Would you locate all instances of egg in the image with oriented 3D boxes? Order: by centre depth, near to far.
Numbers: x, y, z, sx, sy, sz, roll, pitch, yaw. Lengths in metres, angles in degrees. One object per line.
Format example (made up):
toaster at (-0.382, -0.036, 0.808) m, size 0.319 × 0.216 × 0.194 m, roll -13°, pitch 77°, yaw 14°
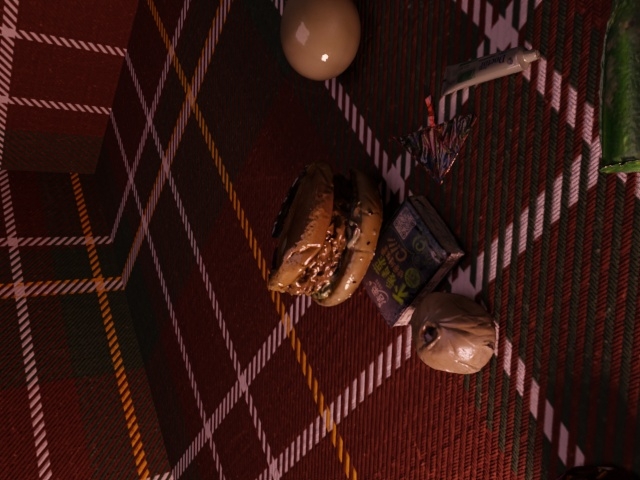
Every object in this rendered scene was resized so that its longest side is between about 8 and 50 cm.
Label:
egg at (0.000, -0.501, 1.300) m, size 0.189 × 0.189 × 0.253 m, roll -15°, pitch 73°, yaw 53°

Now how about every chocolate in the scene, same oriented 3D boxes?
chocolate at (0.446, -0.243, 0.778) m, size 0.110 × 0.110 × 0.290 m, roll -3°, pitch 86°, yaw 54°

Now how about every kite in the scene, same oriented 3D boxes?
kite at (0.230, -0.206, 1.146) m, size 0.232 × 0.009 × 0.189 m, roll -11°, pitch 83°, yaw 54°

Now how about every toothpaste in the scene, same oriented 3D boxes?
toothpaste at (0.303, -0.315, 1.019) m, size 0.218 × 0.041 × 0.064 m, roll 3°, pitch 81°, yaw 57°

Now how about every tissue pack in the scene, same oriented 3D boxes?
tissue pack at (0.181, 0.046, 1.167) m, size 0.235 × 0.073 × 0.173 m, roll -61°, pitch 44°, yaw 35°

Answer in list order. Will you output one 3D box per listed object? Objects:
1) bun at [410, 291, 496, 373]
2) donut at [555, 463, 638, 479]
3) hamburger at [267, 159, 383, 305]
bun at (0.240, 0.177, 1.057) m, size 0.173 × 0.114 × 0.166 m, roll -47°, pitch 55°, yaw 47°
donut at (0.427, 0.464, 0.835) m, size 0.235 × 0.089 × 0.234 m, roll 6°, pitch 97°, yaw 52°
hamburger at (0.000, 0.000, 1.240) m, size 0.318 × 0.195 × 0.276 m, roll -57°, pitch 24°, yaw 37°
